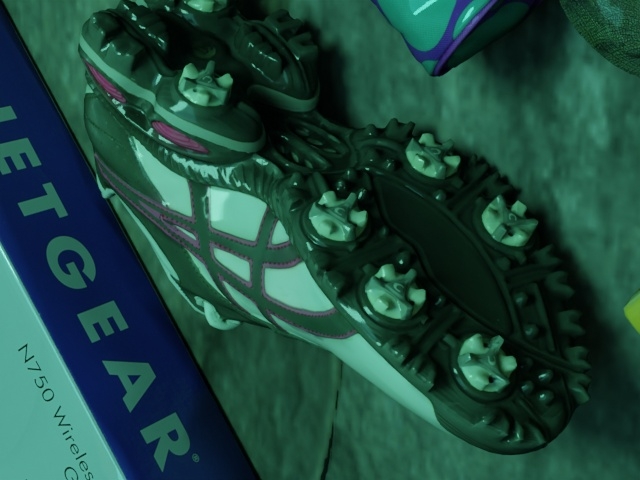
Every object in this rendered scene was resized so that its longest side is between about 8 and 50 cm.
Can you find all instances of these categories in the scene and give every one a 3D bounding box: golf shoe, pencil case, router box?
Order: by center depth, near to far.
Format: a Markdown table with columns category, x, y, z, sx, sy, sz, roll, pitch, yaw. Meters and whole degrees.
| category | x | y | z | sx | sy | sz | roll | pitch | yaw |
| --- | --- | --- | --- | --- | --- | --- | --- | --- | --- |
| pencil case | 0.027 | -0.141 | 0.555 | 0.151 | 0.064 | 0.070 | 55 | 151 | 8 |
| golf shoe | 0.000 | 0.000 | 0.609 | 0.273 | 0.105 | 0.120 | 44 | 140 | 23 |
| router box | -0.215 | 0.082 | 0.775 | 0.301 | 0.082 | 0.335 | -33 | 84 | 36 |

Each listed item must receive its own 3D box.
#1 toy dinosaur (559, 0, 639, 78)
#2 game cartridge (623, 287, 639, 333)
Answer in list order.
| category | x | y | z | sx | sy | sz | roll | pitch | yaw |
| --- | --- | --- | --- | --- | --- | --- | --- | --- | --- |
| toy dinosaur | 0.106 | -0.136 | 0.485 | 0.118 | 0.064 | 0.268 | -39 | 97 | 5 |
| game cartridge | 0.298 | 0.042 | 0.425 | 0.324 | 0.053 | 0.285 | -42 | 80 | 34 |
